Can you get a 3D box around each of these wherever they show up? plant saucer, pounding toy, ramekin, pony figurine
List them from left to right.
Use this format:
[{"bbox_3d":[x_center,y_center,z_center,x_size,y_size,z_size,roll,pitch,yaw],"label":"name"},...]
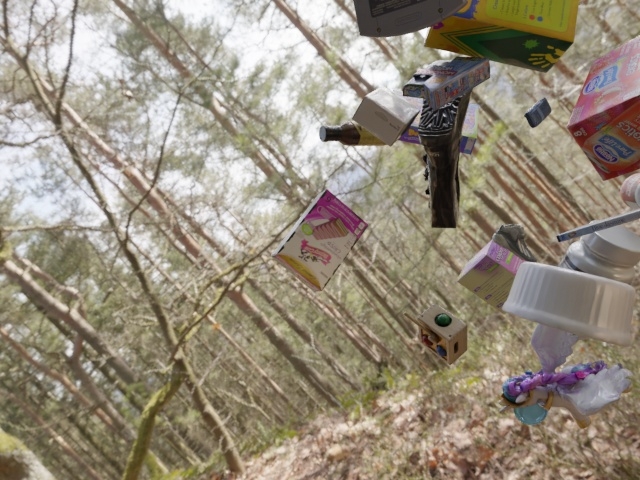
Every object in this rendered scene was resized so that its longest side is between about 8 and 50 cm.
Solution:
[{"bbox_3d":[0.306,0.242,1.235,0.100,0.141,0.130,-34,43,-21],"label":"pounding toy"},{"bbox_3d":[0.763,0.612,1.683,0.119,0.021,0.119,-25,38,22],"label":"plant saucer"},{"bbox_3d":[0.591,0.142,1.106,0.277,0.277,0.135,-164,89,-85],"label":"ramekin"},{"bbox_3d":[0.737,0.414,1.370,0.351,0.363,0.303,-59,29,28],"label":"pony figurine"}]

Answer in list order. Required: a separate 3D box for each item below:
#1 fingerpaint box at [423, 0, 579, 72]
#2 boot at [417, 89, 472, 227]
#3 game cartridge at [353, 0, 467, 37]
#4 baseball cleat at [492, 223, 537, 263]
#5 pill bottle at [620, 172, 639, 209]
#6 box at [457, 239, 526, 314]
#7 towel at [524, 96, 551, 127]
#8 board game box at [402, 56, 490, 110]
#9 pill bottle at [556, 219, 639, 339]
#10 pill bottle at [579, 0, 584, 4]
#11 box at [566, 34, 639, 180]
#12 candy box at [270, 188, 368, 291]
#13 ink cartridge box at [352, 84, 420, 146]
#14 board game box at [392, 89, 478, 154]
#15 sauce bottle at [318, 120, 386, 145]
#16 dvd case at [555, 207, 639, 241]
[{"bbox_3d":[0.526,-0.745,1.322,0.163,0.371,0.445,96,-173,-79],"label":"fingerpaint box"},{"bbox_3d":[0.437,-0.304,1.579,0.146,0.445,0.367,11,59,29],"label":"boot"},{"bbox_3d":[0.223,-0.642,1.203,0.297,0.198,0.062,-1,26,35],"label":"game cartridge"},{"bbox_3d":[0.725,0.010,1.682,0.109,0.205,0.072,-59,18,13],"label":"baseball cleat"},{"bbox_3d":[1.011,-0.143,1.412,0.121,0.121,0.221,-41,-4,18],"label":"pill bottle"},{"bbox_3d":[0.735,0.151,1.915,0.117,0.243,0.214,-51,-6,-40],"label":"box"},{"bbox_3d":[0.779,-0.456,1.659,0.119,0.067,0.029,-40,12,-24],"label":"towel"},{"bbox_3d":[0.325,-0.434,1.273,0.194,0.060,0.194,-41,42,-24],"label":"board game box"},{"bbox_3d":[0.870,0.129,1.509,0.204,0.204,0.361,-49,-23,-54],"label":"pill bottle"},{"bbox_3d":[0.808,-0.890,1.586,0.117,0.215,0.117,-29,16,9],"label":"pill bottle"},{"bbox_3d":[0.548,-0.243,0.820,0.122,0.128,0.257,-23,25,53],"label":"box"},{"bbox_3d":[0.000,0.000,1.260,0.233,0.159,0.071,-54,11,-18],"label":"candy box"},{"bbox_3d":[0.213,-0.401,1.480,0.093,0.154,0.212,-57,-4,33],"label":"ink cartridge box"},{"bbox_3d":[0.429,-0.466,1.810,0.078,0.347,0.233,95,-169,-48],"label":"board game box"},{"bbox_3d":[0.162,-0.466,2.030,0.344,0.111,0.111,-7,-13,-26],"label":"sauce bottle"},{"bbox_3d":[0.773,-0.054,1.211,0.180,0.022,0.253,-13,-9,-43],"label":"dvd case"}]
